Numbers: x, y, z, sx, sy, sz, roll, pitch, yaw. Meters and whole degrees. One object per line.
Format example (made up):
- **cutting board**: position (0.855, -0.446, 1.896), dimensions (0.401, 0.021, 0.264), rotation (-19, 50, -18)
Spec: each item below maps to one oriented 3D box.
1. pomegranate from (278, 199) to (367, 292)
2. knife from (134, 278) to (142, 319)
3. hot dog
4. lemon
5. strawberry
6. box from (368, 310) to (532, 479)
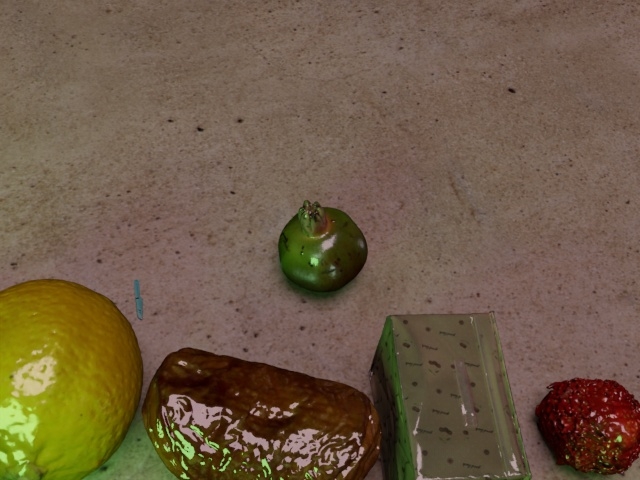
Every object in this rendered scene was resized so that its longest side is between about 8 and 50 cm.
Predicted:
- **pomegranate**: position (0.000, 0.000, 1.470), dimensions (0.180, 0.210, 0.180), rotation (-5, 47, 5)
- **knife**: position (-0.355, 0.115, 1.467), dimensions (0.014, 0.005, 0.091), rotation (-7, 57, -10)
- **hot dog**: position (-0.094, 0.302, 1.230), dimensions (0.387, 0.174, 0.267), rotation (14, 29, 1)
- **lemon**: position (-0.444, 0.226, 1.203), dimensions (0.336, 0.336, 0.336), rotation (3, 55, -5)
- **strawberry**: position (0.491, 0.326, 1.323), dimensions (0.184, 0.201, 0.187), rotation (-30, 82, -5)
- **box**: position (0.203, 0.299, 1.279), dimensions (0.190, 0.225, 0.297), rotation (1, 54, -7)
